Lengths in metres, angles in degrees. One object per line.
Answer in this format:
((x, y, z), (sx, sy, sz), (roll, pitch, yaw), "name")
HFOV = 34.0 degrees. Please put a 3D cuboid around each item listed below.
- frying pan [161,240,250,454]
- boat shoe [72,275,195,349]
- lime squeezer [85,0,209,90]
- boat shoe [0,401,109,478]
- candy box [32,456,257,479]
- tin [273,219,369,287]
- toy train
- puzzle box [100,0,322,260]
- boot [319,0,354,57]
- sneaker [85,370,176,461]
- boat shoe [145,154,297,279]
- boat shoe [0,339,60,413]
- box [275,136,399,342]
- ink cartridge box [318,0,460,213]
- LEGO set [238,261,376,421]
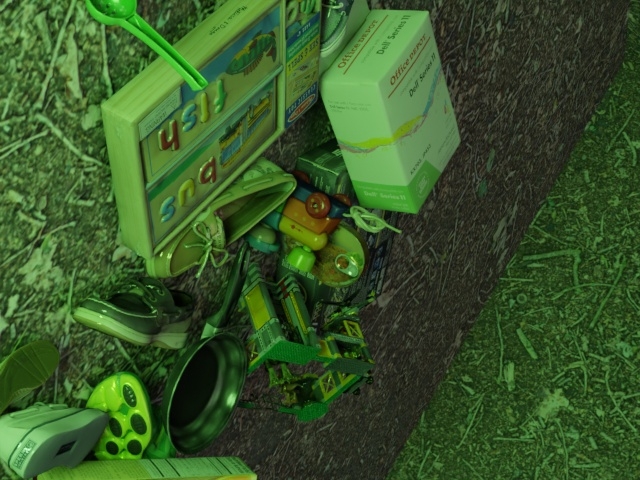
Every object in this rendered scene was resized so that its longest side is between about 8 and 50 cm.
((-0.178, 0.175, 1.574), (0.197, 0.053, 0.326), (-37, 136, -48), "frying pan")
((-0.251, 0.095, 1.461), (0.092, 0.102, 0.285), (-69, 161, -3), "boat shoe")
((-0.229, -0.292, 1.114), (0.059, 0.110, 0.310), (-35, 115, -23), "lime squeezer")
((-0.360, 0.250, 1.394), (0.095, 0.084, 0.258), (-57, 170, -3), "boat shoe")
((-0.260, 0.418, 1.526), (0.316, 0.087, 0.183), (4, 99, -28), "candy box")
((0.000, 0.000, 1.789), (0.106, 0.189, 0.040), (-58, 165, 27), "tin")
((-0.004, -0.010, 1.698), (0.105, 0.248, 0.143), (-4, 121, -65), "toy train")
((-0.133, -0.189, 1.441), (0.409, 0.052, 0.272), (-48, 157, -32), "puzzle box")
((0.017, -0.376, 1.583), (0.086, 0.069, 0.190), (68, 39, -70), "boot")
((-0.287, 0.292, 1.610), (0.123, 0.109, 0.296), (-80, 170, -45), "sneaker")
((-0.148, -0.036, 1.555), (0.285, 0.089, 0.105), (-47, 153, -35), "boat shoe")
((-0.392, 0.180, 1.310), (0.056, 0.048, 0.153), (53, 47, -14), "boat shoe")
((0.045, -0.015, 1.993), (0.318, 0.097, 0.395), (-36, 143, -52), "box")
((0.114, -0.243, 1.749), (0.207, 0.119, 0.353), (-57, 141, -33), "ink cartridge box")
((-0.072, 0.170, 1.829), (0.331, 0.192, 0.255), (10, 135, -37), "LEGO set")
